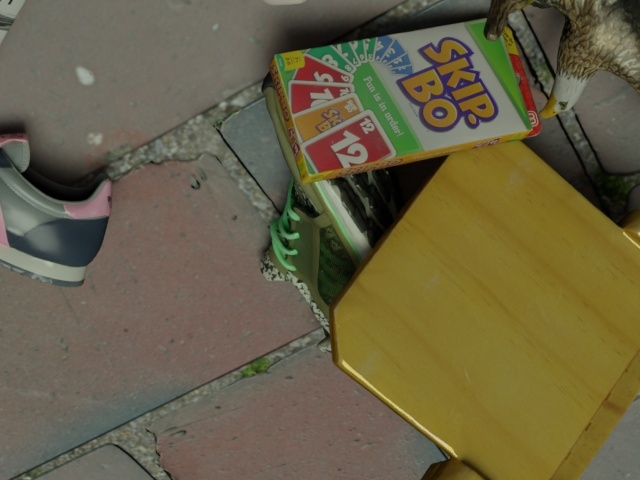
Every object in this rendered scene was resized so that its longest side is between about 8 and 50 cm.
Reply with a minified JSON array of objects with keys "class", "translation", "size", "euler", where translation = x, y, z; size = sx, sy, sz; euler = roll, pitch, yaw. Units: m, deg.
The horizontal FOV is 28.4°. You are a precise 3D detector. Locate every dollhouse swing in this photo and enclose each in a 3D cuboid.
[{"class":"dollhouse swing","translation":[0.185,0.100,1.365],"size":[0.305,0.315,0.347],"euler":[36,79,5]}]

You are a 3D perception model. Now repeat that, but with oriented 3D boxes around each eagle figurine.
[{"class":"eagle figurine","translation":[0.293,-0.185,1.199],"size":[0.298,0.226,0.225],"euler":[25,159,-6]}]

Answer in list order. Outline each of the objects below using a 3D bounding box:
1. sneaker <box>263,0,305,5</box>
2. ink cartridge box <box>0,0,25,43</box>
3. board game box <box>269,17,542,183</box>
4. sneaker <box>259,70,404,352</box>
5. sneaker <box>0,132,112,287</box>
[{"class":"sneaker","translation":[-0.013,-0.269,1.184],"size":[0.134,0.051,0.070],"euler":[-28,128,18]},{"class":"ink cartridge box","translation":[-0.358,-0.220,1.111],"size":[0.160,0.092,0.219],"euler":[6,132,-46]},{"class":"board game box","translation":[0.090,-0.140,1.225],"size":[0.259,0.124,0.039],"euler":[-12,169,-20]},{"class":"sneaker","translation":[0.000,0.000,1.353],"size":[0.182,0.158,0.410],"euler":[-10,126,22]},{"class":"sneaker","translation":[-0.362,-0.069,1.273],"size":[0.319,0.112,0.131],"euler":[24,100,-24]}]
